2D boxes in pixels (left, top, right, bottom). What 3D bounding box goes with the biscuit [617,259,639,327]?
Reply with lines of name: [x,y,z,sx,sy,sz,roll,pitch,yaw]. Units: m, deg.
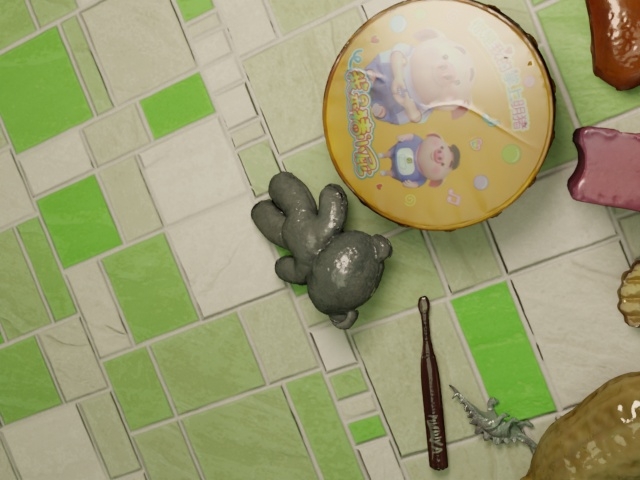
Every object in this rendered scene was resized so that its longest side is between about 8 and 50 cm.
biscuit: [0.634,0.076,1.600,0.183,0.061,0.118,-26,89,15]

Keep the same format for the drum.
drum: [0.225,-0.228,1.593,0.431,0.214,0.431,2,99,15]

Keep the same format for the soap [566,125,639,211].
soap: [0.540,-0.123,1.441,0.233,0.359,0.128,8,99,14]

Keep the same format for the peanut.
peanut: [0.533,0.394,1.620,0.192,0.169,0.387,37,113,-22]

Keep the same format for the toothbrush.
toothbrush: [0.225,0.293,1.755,0.041,0.041,0.364,-5,96,16]

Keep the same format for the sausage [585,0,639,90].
sausage: [0.538,-0.398,1.528,0.133,0.133,0.258,-7,95,16]

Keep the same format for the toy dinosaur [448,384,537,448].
toy dinosaur: [0.340,0.360,1.732,0.209,0.039,0.082,36,107,9]

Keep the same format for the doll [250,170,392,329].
doll: [0.006,0.002,1.738,0.340,0.158,0.246,45,115,35]
